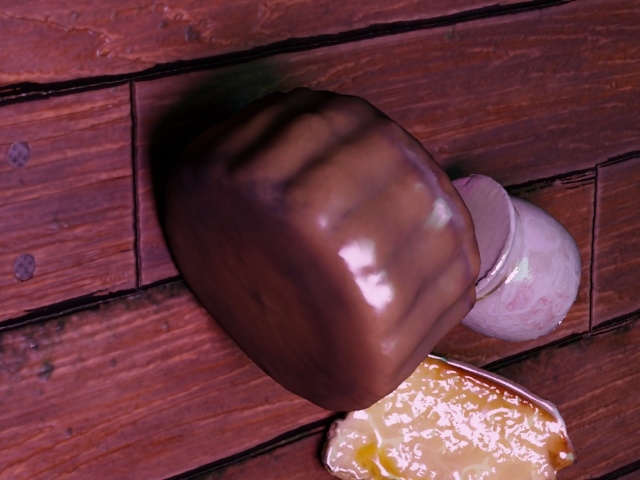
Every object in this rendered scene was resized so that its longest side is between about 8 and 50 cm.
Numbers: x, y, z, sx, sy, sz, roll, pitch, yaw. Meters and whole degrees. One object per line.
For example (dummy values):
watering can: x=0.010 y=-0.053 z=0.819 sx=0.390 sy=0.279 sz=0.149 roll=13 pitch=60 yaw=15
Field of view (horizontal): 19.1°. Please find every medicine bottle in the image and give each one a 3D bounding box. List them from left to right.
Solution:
medicine bottle: x=0.178 y=0.020 z=1.979 sx=0.143 sy=0.147 sz=0.147 roll=29 pitch=81 yaw=-41

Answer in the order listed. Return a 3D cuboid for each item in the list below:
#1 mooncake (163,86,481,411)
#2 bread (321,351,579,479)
mooncake: x=0.000 y=0.000 z=1.709 sx=0.161 sy=0.290 sz=0.290 roll=-42 pitch=127 yaw=-29
bread: x=0.132 y=0.220 z=2.002 sx=0.251 sy=0.133 sz=0.174 roll=23 pitch=80 yaw=-1
